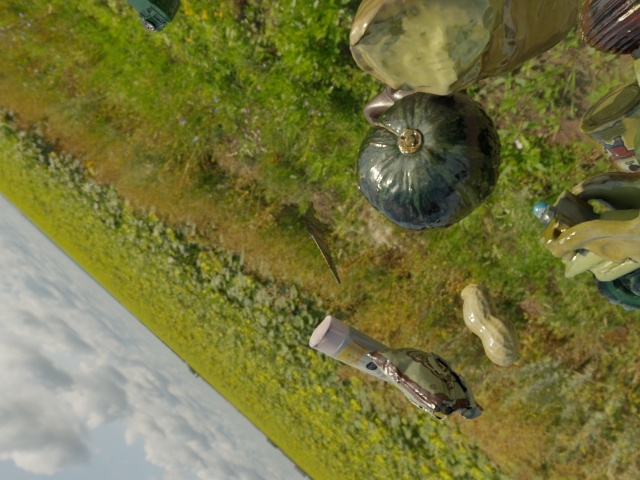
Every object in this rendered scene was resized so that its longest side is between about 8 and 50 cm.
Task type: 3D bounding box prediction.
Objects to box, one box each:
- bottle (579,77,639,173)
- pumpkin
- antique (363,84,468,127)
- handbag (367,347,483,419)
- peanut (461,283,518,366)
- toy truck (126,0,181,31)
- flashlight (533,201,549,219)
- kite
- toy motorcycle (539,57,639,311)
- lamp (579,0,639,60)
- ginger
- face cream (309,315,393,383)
[{"bbox_3d":[0.776,-0.190,1.091,0.351,0.171,0.171,43,159,-10],"label":"bottle"},{"bbox_3d":[0.142,-0.105,0.633,0.190,0.190,0.146,28,-162,33],"label":"pumpkin"},{"bbox_3d":[0.190,-0.260,0.944,0.143,0.121,0.257,57,158,-4],"label":"antique"},{"bbox_3d":[0.260,0.338,1.166,0.213,0.127,0.235,19,-173,-39],"label":"handbag"},{"bbox_3d":[0.359,0.177,1.021,0.082,0.082,0.187,75,170,-55],"label":"peanut"},{"bbox_3d":[-0.308,-0.427,0.805,0.079,0.065,0.147,6,159,44],"label":"toy truck"},{"bbox_3d":[0.702,-0.085,1.500,0.051,0.051,0.129,27,-177,35],"label":"flashlight"},{"bbox_3d":[0.000,0.000,1.044,0.183,0.014,0.241,39,-153,-62],"label":"kite"},{"bbox_3d":[0.447,-0.076,0.603,0.237,0.169,0.410,28,133,14],"label":"toy motorcycle"},{"bbox_3d":[0.631,-0.479,0.947,0.247,0.247,0.247,35,158,17],"label":"lamp"},{"bbox_3d":[0.135,-0.208,0.428,0.152,0.267,0.138,34,152,46],"label":"ginger"},{"bbox_3d":[0.107,0.298,1.287,0.269,0.107,0.073,30,-158,-16],"label":"face cream"}]
